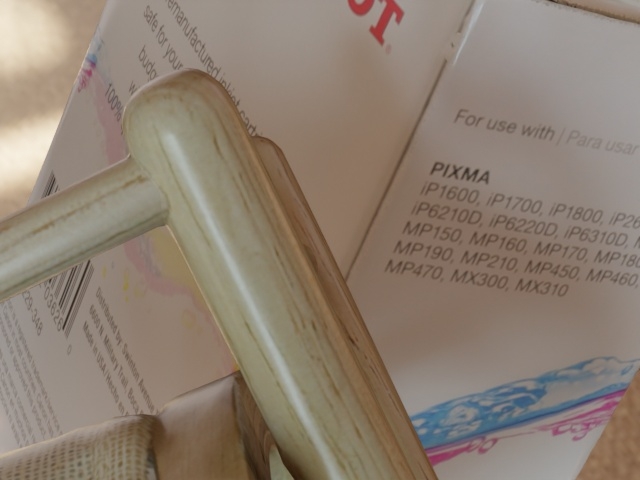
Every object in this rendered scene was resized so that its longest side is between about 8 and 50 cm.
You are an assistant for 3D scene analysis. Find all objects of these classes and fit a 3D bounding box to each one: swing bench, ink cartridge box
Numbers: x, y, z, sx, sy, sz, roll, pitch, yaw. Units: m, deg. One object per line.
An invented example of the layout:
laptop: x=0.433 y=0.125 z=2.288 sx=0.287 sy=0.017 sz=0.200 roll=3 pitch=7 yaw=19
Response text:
swing bench: x=-0.073 y=0.139 z=0.377 sx=0.253 sy=0.165 sz=0.254 roll=-26 pitch=88 yaw=3
ink cartridge box: x=0.000 y=0.000 z=0.651 sx=0.306 sy=0.131 sz=0.226 roll=-63 pitch=35 yaw=26
